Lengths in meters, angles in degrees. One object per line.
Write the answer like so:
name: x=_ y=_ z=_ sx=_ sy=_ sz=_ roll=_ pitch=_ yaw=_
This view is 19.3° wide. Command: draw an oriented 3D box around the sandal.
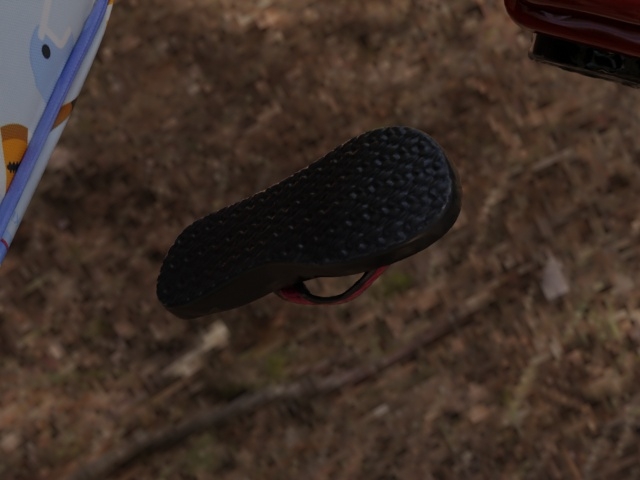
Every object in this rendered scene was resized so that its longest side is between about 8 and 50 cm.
sandal: x=0.000 y=0.000 z=0.785 sx=0.179 sy=0.040 sz=0.067 roll=-19 pitch=42 yaw=47

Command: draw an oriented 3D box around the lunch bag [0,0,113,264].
lunch bag: x=-0.197 y=-0.060 z=0.641 sx=0.115 sy=0.243 sz=0.303 roll=-19 pitch=38 yaw=36

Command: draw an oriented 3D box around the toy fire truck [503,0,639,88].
toy fire truck: x=0.168 y=-0.083 z=0.657 sx=0.217 sy=0.158 sz=0.246 roll=15 pitch=4 yaw=10
